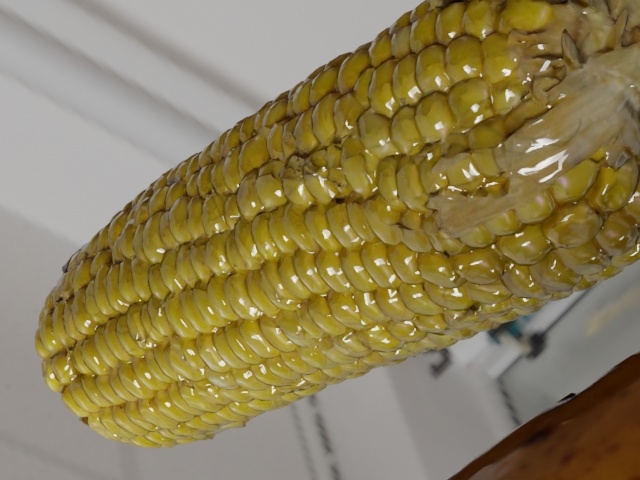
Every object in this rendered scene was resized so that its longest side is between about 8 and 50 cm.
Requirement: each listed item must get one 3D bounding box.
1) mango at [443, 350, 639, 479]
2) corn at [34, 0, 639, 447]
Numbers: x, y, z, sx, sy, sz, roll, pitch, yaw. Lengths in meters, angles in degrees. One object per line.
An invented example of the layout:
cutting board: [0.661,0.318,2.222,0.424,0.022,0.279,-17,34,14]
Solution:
mango: [0.075,0.117,0.325,0.160,0.290,0.191,56,-165,-38]
corn: [0.000,0.000,0.546,0.106,0.293,0.106,22,-125,-34]
